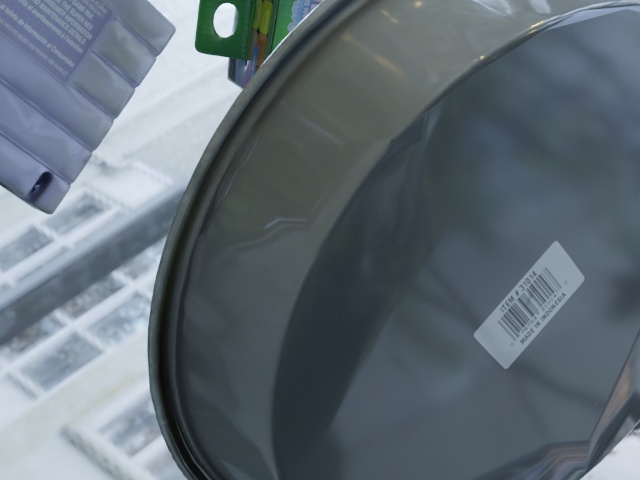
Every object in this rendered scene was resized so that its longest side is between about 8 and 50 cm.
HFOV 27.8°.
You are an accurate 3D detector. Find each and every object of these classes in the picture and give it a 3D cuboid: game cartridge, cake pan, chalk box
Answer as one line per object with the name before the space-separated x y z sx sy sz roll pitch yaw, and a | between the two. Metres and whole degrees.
game cartridge | -0.292 -0.198 1.100 0.068 0.230 0.355 21 -13 38
cake pan | 0.071 0.014 0.525 0.054 0.293 0.293 40 -29 43
chalk box | -0.011 -0.265 1.638 0.179 0.289 0.180 -138 -126 -64

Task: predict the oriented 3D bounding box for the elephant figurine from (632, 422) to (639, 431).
elephant figurine | 0.091 0.008 0.737 0.239 0.169 0.186 32 -50 -11
